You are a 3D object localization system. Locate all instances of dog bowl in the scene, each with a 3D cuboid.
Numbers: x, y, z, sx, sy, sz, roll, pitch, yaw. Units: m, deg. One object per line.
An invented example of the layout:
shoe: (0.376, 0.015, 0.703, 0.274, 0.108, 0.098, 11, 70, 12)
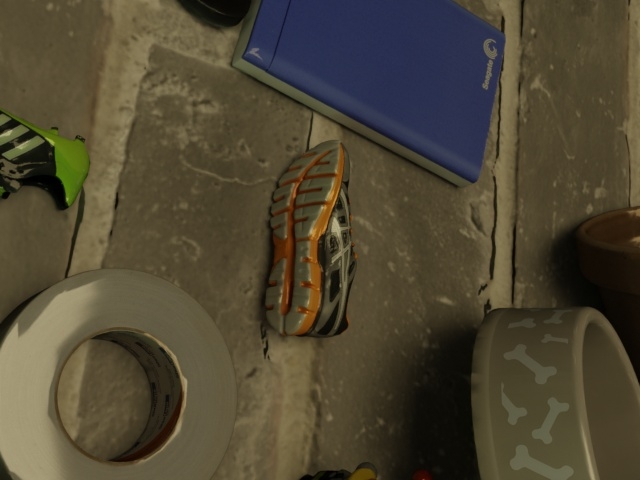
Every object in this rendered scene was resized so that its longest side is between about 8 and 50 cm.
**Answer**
dog bowl: (0.271, 0.227, 1.001, 0.349, 0.102, 0.348, 38, 44, -49)

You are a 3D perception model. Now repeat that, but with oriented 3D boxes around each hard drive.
hard drive: (0.068, -0.219, 1.106, 0.319, 0.040, 0.210, 25, 66, -26)

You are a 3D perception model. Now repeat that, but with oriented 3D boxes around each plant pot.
plant pot: (0.448, 0.088, 1.177, 0.263, 0.263, 0.229, -15, 106, -34)

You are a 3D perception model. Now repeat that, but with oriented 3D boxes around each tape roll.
tape roll: (-0.185, 0.137, 0.841, 0.219, 0.072, 0.219, 8, 75, -30)

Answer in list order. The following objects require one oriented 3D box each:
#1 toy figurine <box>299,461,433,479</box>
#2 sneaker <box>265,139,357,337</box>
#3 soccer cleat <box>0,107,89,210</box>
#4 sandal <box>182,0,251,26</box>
toy figurine: (0.069, 0.318, 0.913, 0.210, 0.148, 0.213, 18, 70, -29)
sneaker: (0.000, 0.000, 0.995, 0.083, 0.084, 0.214, 24, 70, -41)
soccer cleat: (-0.285, -0.081, 0.837, 0.179, 0.060, 0.072, 21, 69, -30)
sandal: (-0.117, -0.349, 1.010, 0.097, 0.054, 0.254, -1, 79, -33)
